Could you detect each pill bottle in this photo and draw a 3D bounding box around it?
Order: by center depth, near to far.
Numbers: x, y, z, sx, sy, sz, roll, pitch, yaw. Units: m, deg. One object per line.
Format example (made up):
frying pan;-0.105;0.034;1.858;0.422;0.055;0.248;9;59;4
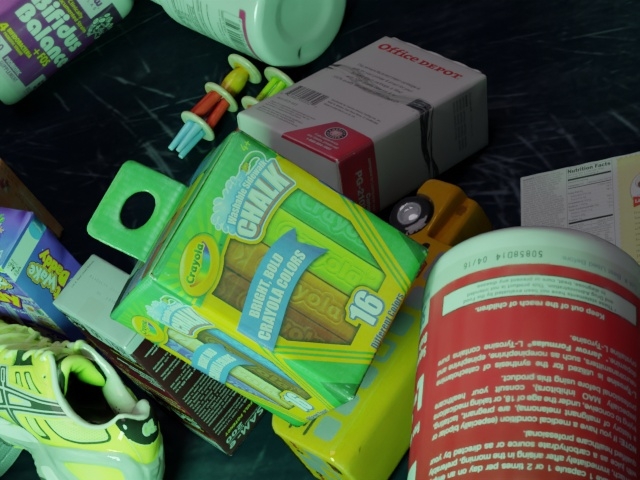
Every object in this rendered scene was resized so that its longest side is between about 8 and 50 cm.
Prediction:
pill bottle;0.194;0.208;1.571;0.229;0.229;0.408;-10;51;23
pill bottle;-0.113;-0.338;2.219;0.283;0.160;0.160;29;73;41
pill bottle;-0.365;-0.339;2.357;0.301;0.169;0.169;-39;46;-3

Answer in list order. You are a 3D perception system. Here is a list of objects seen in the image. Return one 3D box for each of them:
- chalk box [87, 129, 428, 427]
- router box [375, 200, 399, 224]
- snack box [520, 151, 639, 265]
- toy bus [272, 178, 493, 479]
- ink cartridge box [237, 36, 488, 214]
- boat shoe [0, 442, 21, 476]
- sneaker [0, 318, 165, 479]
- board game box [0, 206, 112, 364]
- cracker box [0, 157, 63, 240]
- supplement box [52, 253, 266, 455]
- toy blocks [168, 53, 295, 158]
chalk box;-0.079;0.025;1.651;0.180;0.289;0.179;-63;10;-22
router box;0.000;0.000;1.918;0.133;0.046;0.179;-4;25;27
snack box;0.366;-0.011;1.762;0.321;0.060;0.187;-12;51;21
toy bus;0.083;0.100;1.802;0.130;0.108;0.333;21;68;39
ink cartridge box;0.052;-0.127;1.945;0.237;0.100;0.172;-31;40;-31
boat shoe;-0.436;0.264;1.985;0.226;0.083;0.076;-44;48;-7
sneaker;-0.303;0.157;1.903;0.384;0.147;0.145;32;33;28
board game box;-0.426;0.042;2.050;0.347;0.233;0.078;9;60;35
cracker box;-0.467;-0.029;2.182;0.232;0.156;0.067;-2;54;28
supplement box;-0.169;0.125;1.833;0.130;0.239;0.073;27;73;41
toy blocks;-0.114;-0.156;2.151;0.123;0.054;0.148;24;70;40
